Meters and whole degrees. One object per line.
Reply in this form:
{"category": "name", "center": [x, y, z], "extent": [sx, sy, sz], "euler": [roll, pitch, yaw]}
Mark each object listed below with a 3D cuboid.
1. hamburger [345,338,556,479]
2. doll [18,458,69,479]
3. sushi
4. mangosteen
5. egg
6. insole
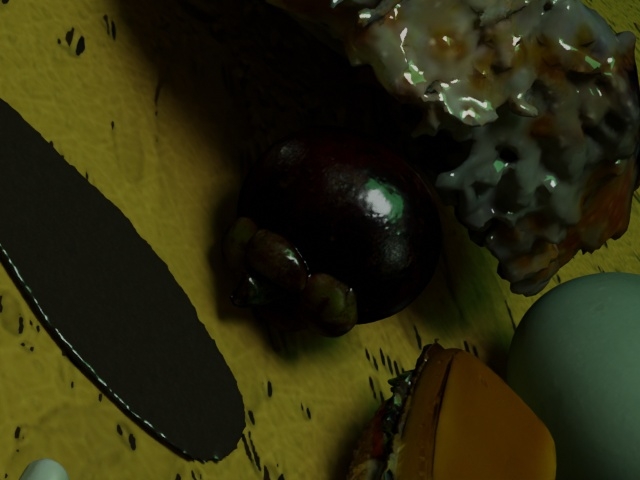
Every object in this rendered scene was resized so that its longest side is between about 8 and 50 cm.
{"category": "hamburger", "center": [0.073, 0.147, 0.794], "extent": [0.137, 0.087, 0.166], "euler": [46, 32, -12]}
{"category": "doll", "center": [-0.119, 0.147, 0.543], "extent": [0.207, 0.081, 0.129], "euler": [13, 60, -43]}
{"category": "sushi", "center": [0.054, -0.159, 0.952], "extent": [0.417, 0.176, 0.417], "euler": [44, 9, -9]}
{"category": "mangosteen", "center": [0.000, 0.000, 0.830], "extent": [0.140, 0.140, 0.140], "euler": [34, 35, -28]}
{"category": "egg", "center": [0.218, 0.113, 0.934], "extent": [0.168, 0.168, 0.231], "euler": [20, 17, -43]}
{"category": "insole", "center": [-0.149, -0.015, 0.742], "extent": [0.328, 0.007, 0.111], "euler": [49, 29, -6]}
